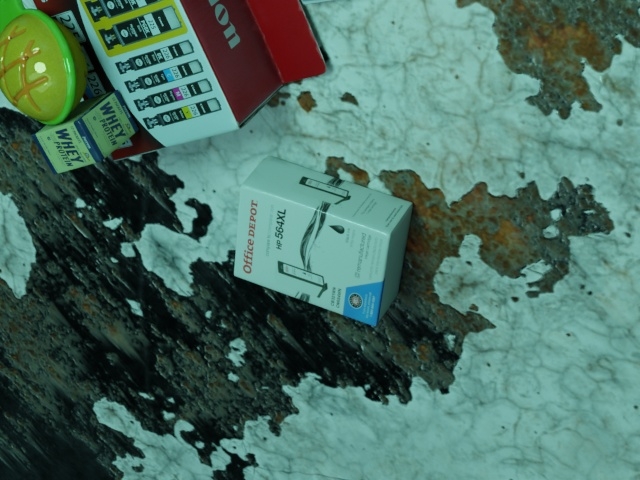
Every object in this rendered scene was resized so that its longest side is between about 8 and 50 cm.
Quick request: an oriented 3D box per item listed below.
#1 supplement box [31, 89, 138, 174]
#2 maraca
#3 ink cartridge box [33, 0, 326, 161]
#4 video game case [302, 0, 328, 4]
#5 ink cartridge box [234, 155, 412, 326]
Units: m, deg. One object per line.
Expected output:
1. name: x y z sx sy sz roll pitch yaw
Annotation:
1. supplement box: -0.277 -0.128 1.823 0.083 0.083 0.056 -12 114 38
2. maraca: -0.336 -0.214 1.798 0.185 0.099 0.127 47 129 32
3. ink cartridge box: -0.180 -0.278 1.810 0.272 0.130 0.309 -12 113 34
4. video game case: 0.044 -0.360 1.709 0.201 0.023 0.183 -3 119 30
5. ink cartridge box: 0.000 0.000 1.928 0.203 0.086 0.148 18 127 16
